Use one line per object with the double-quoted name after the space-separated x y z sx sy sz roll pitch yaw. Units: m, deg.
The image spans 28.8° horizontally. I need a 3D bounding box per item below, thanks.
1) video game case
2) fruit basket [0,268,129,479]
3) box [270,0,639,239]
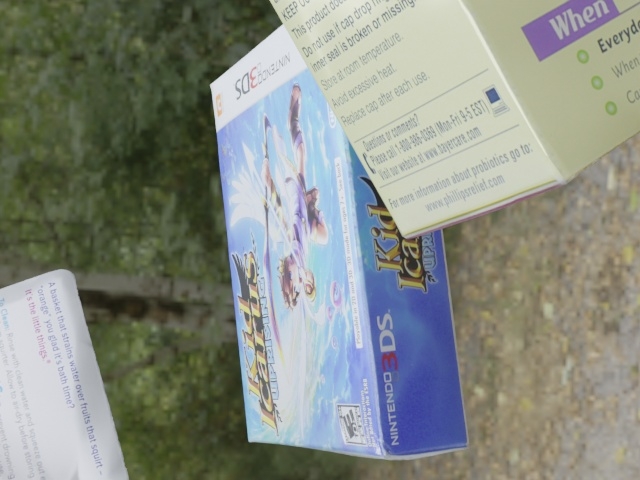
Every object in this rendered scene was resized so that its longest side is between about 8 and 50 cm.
0.000 0.000 0.810 0.244 0.061 0.269 162 103 -69 "video game case"
-0.254 0.208 0.623 0.165 0.353 0.327 88 163 -59 "fruit basket"
0.077 -0.160 0.480 0.243 0.213 0.117 60 155 -4 "box"
